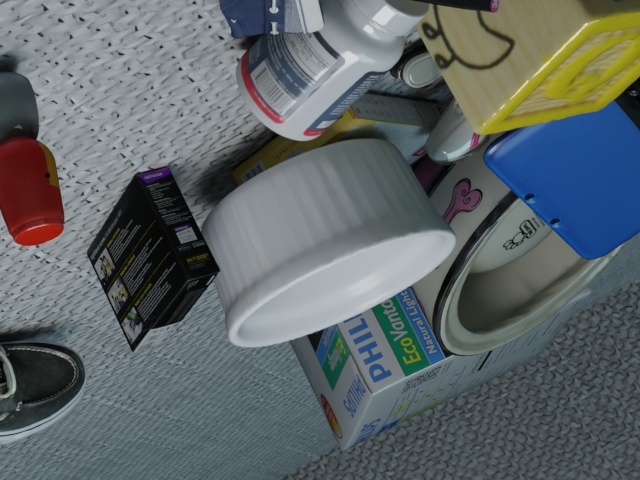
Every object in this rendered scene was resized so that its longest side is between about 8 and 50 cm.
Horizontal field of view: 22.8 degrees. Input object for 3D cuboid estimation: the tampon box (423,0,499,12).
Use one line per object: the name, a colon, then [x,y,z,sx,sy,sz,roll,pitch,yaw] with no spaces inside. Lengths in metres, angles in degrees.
tampon box: [0.070,-0.253,1.266,0.161,0.101,0.120,-4,107,-54]

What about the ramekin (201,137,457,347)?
ramekin: [0.000,0.000,1.777,0.277,0.135,0.277,-23,164,-7]

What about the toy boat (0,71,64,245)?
toy boat: [-0.352,-0.018,1.361,0.318,0.148,0.267,-27,160,22]

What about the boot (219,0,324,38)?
boot: [-0.050,-0.226,1.319,0.086,0.069,0.190,-10,152,3]

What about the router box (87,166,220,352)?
router box: [-0.184,0.024,1.721,0.046,0.133,0.179,-16,160,-35]

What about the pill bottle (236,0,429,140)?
pill bottle: [0.014,-0.183,1.466,0.108,0.108,0.180,-8,155,-49]

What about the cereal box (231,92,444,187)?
cereal box: [0.031,-0.103,1.838,0.173,0.047,0.240,-36,162,26]

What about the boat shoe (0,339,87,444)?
boat shoe: [-0.403,0.174,1.839,0.335,0.121,0.119,-11,160,-41]

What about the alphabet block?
alphabet block: [0.210,-0.237,1.461,0.193,0.197,0.192,-15,158,-38]

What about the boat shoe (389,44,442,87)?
boat shoe: [0.131,-0.198,1.733,0.125,0.038,0.046,-25,122,-30]

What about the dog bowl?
dog bowl: [0.262,-0.047,2.045,0.408,0.150,0.408,-33,153,-20]

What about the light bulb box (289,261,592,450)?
light bulb box: [0.161,0.108,2.364,0.361,0.225,0.358,-23,164,-14]

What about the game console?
game console: [0.335,-0.151,1.831,0.173,0.250,0.293,-7,151,33]

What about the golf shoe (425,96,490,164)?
golf shoe: [0.180,-0.170,1.815,0.186,0.067,0.086,-49,137,0]
